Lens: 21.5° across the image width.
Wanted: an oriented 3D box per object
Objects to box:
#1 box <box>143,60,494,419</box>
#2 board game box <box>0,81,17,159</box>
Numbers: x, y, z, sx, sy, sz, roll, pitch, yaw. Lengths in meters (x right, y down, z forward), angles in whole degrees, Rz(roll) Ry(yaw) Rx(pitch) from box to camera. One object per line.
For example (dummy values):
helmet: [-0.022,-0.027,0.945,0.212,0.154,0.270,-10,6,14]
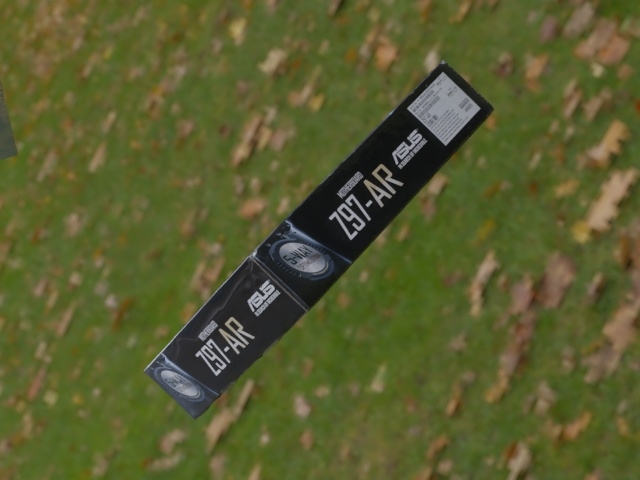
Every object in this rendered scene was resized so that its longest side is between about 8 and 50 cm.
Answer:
box: [0.000,0.000,0.406,0.083,0.018,0.067,-46,0,-37]
board game box: [-0.152,-0.092,0.694,0.090,0.020,0.090,91,155,-56]
